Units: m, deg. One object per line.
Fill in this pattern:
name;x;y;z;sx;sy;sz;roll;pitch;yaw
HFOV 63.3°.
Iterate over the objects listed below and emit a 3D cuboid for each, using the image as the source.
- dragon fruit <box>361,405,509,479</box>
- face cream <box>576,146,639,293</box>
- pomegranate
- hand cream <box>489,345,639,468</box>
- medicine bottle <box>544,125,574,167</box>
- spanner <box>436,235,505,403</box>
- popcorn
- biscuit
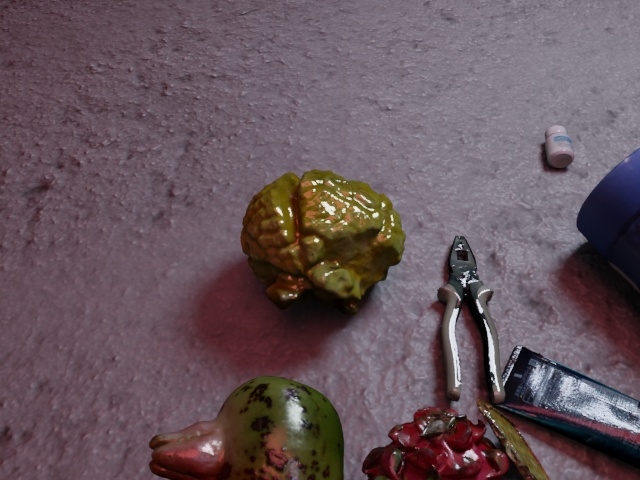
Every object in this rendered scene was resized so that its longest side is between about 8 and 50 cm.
dragon fruit;0.109;0.332;0.608;0.273;0.218;0.198;-36;97;-18
face cream;0.591;-0.022;0.834;0.249;0.249;0.225;-22;56;-14
pomegranate;-0.089;0.273;0.649;0.248;0.214;0.214;14;46;-27
hand cream;0.398;0.251;0.756;0.271;0.061;0.120;23;55;26
medicine bottle;0.507;-0.200;1.106;0.052;0.052;0.089;4;52;7
spanner;0.244;0.118;0.874;0.096;0.040;0.324;3;49;5
popcorn;0.000;0.000;0.875;0.270;0.224;0.258;-33;64;-28
biscuit;0.262;0.279;0.658;0.016;0.203;0.144;-35;55;11
